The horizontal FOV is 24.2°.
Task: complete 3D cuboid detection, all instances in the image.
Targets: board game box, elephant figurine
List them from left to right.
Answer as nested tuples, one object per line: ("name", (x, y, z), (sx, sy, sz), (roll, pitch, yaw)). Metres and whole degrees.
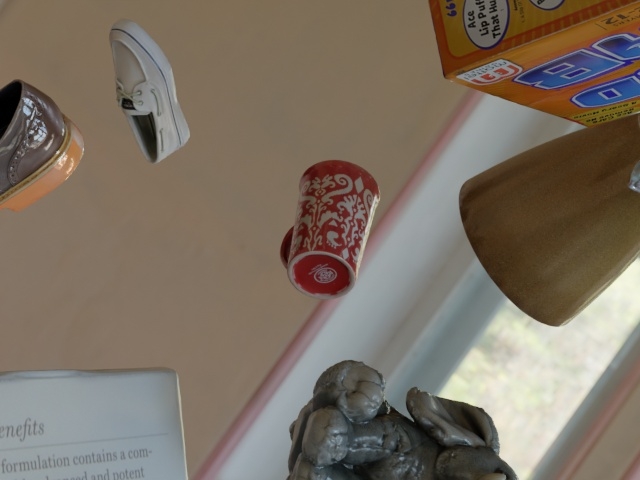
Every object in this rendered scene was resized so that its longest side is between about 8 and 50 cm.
("elephant figurine", (0.094, 0.207, 1.266), (0.239, 0.169, 0.186), (15, 44, -4))
("board game box", (0.330, -0.360, 1.563), (0.356, 0.356, 0.356), (-18, -14, 32))

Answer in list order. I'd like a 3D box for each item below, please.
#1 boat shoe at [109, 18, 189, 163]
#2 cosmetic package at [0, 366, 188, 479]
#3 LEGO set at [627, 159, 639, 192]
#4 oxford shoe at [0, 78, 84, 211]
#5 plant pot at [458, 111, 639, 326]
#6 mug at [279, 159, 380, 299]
("boat shoe", (-0.252, -0.206, 2.131), (0.083, 0.076, 0.226), (10, -41, 38))
("cosmetic package", (-0.316, 0.314, 1.201), (0.327, 0.393, 0.329), (-11, -9, 33))
("LEGO set", (0.488, -0.007, 1.738), (0.287, 0.107, 0.132), (20, -20, 3))
("oxford shoe", (-0.449, -0.053, 1.689), (0.130, 0.364, 0.132), (47, -6, 37))
("plant pot", (0.354, -0.051, 1.963), (0.237, 0.254, 0.237), (36, 33, -28))
("mug", (0.010, 0.001, 2.010), (0.113, 0.150, 0.169), (16, 44, -4))
